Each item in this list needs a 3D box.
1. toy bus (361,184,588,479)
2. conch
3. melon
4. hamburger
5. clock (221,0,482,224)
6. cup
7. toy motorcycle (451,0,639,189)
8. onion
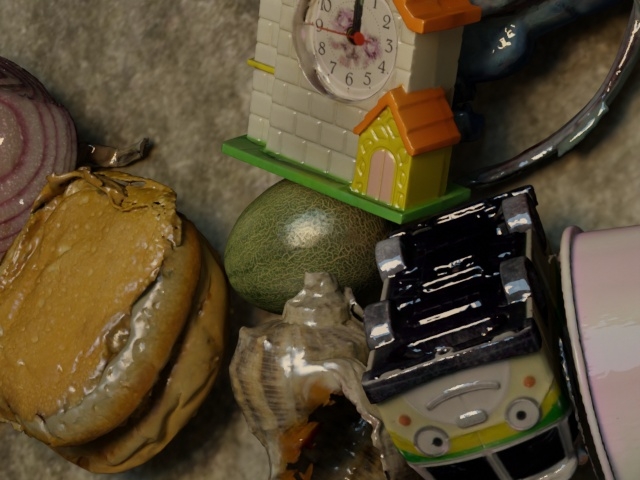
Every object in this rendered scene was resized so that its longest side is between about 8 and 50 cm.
[{"bbox_3d":[0.133,0.092,1.325,0.143,0.179,0.305,-19,18,13],"label":"toy bus"},{"bbox_3d":[0.030,0.168,1.459,0.210,0.159,0.291,7,114,41],"label":"conch"},{"bbox_3d":[0.000,0.000,1.548,0.192,0.139,0.139,-23,61,19],"label":"melon"},{"bbox_3d":[-0.213,0.076,1.608,0.318,0.158,0.319,-20,58,36],"label":"hamburger"},{"bbox_3d":[0.032,-0.174,1.446,0.219,0.106,0.255,22,117,34],"label":"clock"},{"bbox_3d":[0.344,0.084,1.267,0.274,0.253,0.253,-13,65,17],"label":"cup"},{"bbox_3d":[0.162,-0.193,1.503,0.319,0.182,0.241,-31,58,18],"label":"toy motorcycle"},{"bbox_3d":[-0.396,-0.088,1.775,0.256,0.272,0.230,-58,29,-9],"label":"onion"}]
